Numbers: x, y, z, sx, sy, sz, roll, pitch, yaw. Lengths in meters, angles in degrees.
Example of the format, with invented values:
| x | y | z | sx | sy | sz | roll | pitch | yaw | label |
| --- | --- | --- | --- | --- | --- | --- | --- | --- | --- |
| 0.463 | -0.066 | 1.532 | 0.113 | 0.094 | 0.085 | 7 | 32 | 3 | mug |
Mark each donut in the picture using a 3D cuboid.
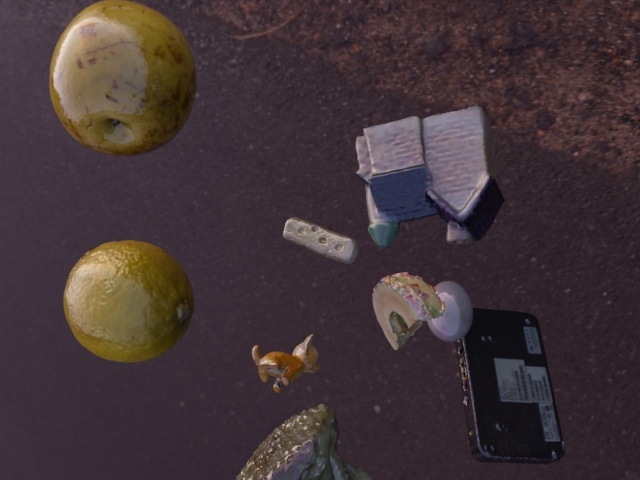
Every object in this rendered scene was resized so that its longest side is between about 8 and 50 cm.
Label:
| x | y | z | sx | sy | sz | roll | pitch | yaw | label |
| --- | --- | --- | --- | --- | --- | --- | --- | --- | --- |
| 0.136 | 0.104 | 1.113 | 0.108 | 0.065 | 0.166 | 59 | 158 | 18 | donut |

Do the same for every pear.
| x | y | z | sx | sy | sz | roll | pitch | yaw | label |
| --- | --- | --- | --- | --- | --- | --- | --- | --- | --- |
| -0.358 | -0.297 | 1.261 | 0.281 | 0.281 | 0.280 | 11 | 108 | 38 | pear |

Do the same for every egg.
| x | y | z | sx | sy | sz | roll | pitch | yaw | label |
| --- | --- | --- | --- | --- | --- | --- | --- | --- | --- |
| 0.282 | 0.155 | 1.509 | 0.103 | 0.103 | 0.135 | -16 | 67 | 41 | egg |

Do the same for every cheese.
| x | y | z | sx | sy | sz | roll | pitch | yaw | label |
| --- | --- | --- | --- | --- | --- | --- | --- | --- | --- |
| 0.000 | 0.000 | 1.629 | 0.194 | 0.043 | 0.065 | 20 | 86 | 20 | cheese |

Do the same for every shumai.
| x | y | z | sx | sy | sz | roll | pitch | yaw | label |
| --- | --- | --- | --- | --- | --- | --- | --- | --- | --- |
| -0.029 | 0.635 | 1.708 | 0.323 | 0.324 | 0.397 | 43 | 87 | -7 | shumai |

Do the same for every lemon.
| x | y | z | sx | sy | sz | roll | pitch | yaw | label |
| --- | --- | --- | --- | --- | --- | --- | --- | --- | --- |
| -0.417 | 0.133 | 1.505 | 0.293 | 0.293 | 0.293 | 11 | 108 | 38 | lemon |

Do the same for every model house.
| x | y | z | sx | sy | sz | roll | pitch | yaw | label |
| --- | --- | --- | --- | --- | --- | --- | --- | --- | --- |
| 0.245 | -0.114 | 1.527 | 0.298 | 0.243 | 0.284 | -11 | 67 | 19 | model house |

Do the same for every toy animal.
| x | y | z | sx | sy | sz | roll | pitch | yaw | label |
| --- | --- | --- | --- | --- | --- | --- | --- | --- | --- |
| -0.040 | 0.146 | 0.865 | 0.081 | 0.083 | 0.060 | 40 | 138 | 4 | toy animal |

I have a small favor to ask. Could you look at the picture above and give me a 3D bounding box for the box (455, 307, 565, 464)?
| x | y | z | sx | sy | sz | roll | pitch | yaw | label |
| --- | --- | --- | --- | --- | --- | --- | --- | --- | --- |
| 0.420 | 0.324 | 1.558 | 0.058 | 0.211 | 0.350 | 119 | 153 | -55 | box |
